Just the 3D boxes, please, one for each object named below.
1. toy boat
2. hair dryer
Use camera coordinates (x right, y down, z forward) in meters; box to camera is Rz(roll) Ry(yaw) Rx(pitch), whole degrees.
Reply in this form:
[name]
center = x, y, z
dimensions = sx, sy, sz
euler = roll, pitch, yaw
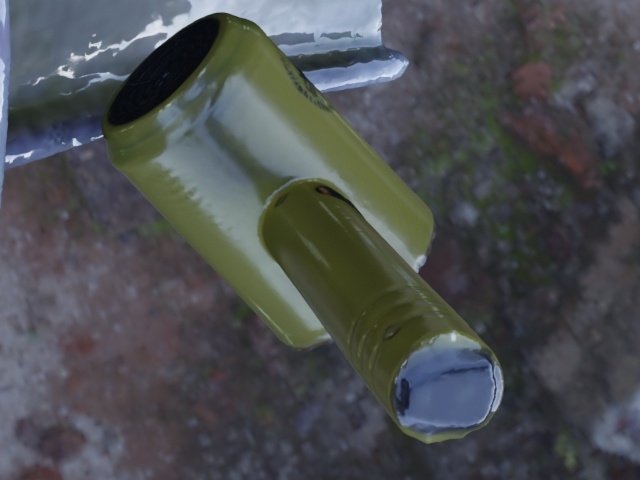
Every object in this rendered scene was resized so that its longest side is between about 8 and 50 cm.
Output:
[toy boat]
center = -0.112, -0.122, 0.824
dimensions = 0.293, 0.111, 0.276
euler = -33, 140, -20
[hair dryer]
center = 0.000, 0.000, 0.744
dimensions = 0.090, 0.278, 0.135
euler = -42, 113, 0
